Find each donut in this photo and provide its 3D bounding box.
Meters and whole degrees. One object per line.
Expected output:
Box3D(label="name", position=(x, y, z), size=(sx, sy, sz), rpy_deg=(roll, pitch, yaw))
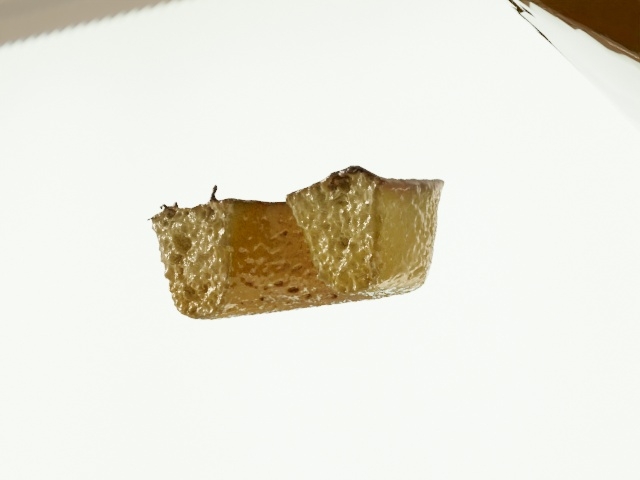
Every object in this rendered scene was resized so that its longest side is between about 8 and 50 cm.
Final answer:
Box3D(label="donut", position=(0.007, -0.001, 1.402), size=(0.259, 0.152, 0.101), rpy_deg=(-13, -98, 46))

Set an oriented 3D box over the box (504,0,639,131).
Box3D(label="box", position=(0.235, -0.060, 0.454), size=(0.116, 0.415, 0.264), rpy_deg=(36, -86, 36))
